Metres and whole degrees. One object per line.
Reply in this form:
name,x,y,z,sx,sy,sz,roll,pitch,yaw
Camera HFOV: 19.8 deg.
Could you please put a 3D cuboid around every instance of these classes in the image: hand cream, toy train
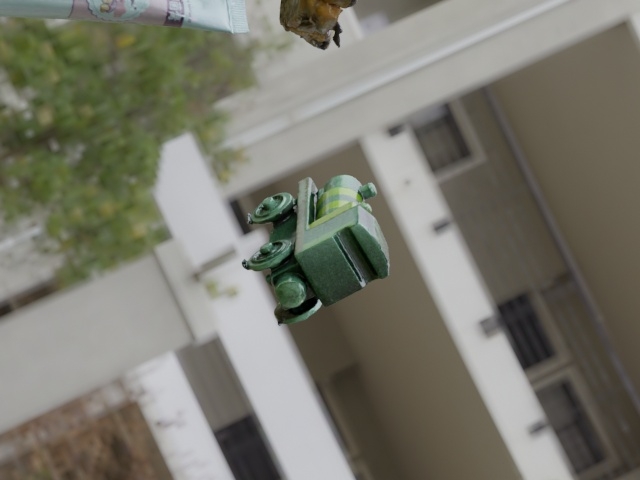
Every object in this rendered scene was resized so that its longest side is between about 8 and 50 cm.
hand cream,-0.227,-0.237,1.741,0.058,0.331,0.085,-42,-126,56
toy train,0.000,-0.001,1.740,0.083,0.132,0.200,59,13,-23

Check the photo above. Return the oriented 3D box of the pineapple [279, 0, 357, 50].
pineapple,0.009,-0.219,1.138,0.221,0.047,0.221,-167,-90,-81
